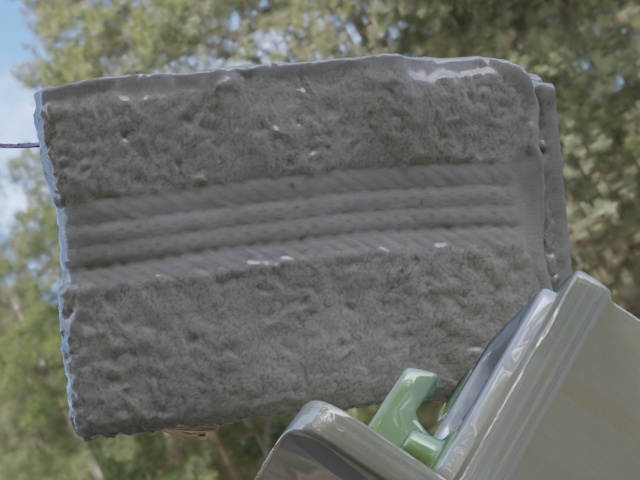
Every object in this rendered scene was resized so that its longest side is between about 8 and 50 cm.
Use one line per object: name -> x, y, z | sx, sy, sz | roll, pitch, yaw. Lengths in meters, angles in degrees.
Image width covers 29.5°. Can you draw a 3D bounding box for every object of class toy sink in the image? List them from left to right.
toy sink -> 0.105, 0.113, 0.539 | 0.131, 0.234, 0.153 | -55, -5, -26

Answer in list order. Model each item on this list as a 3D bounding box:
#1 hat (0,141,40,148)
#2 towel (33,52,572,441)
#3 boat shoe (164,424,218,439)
hat -> -0.174, -0.070, 1.105 | 0.208, 0.173, 0.183 | -34, -22, 24
towel -> 0.000, 0.000, 0.643 | 0.282, 0.187, 0.049 | -6, -4, -12
boat shoe -> -0.161, 0.197, 1.478 | 0.080, 0.073, 0.223 | 8, -15, -5
